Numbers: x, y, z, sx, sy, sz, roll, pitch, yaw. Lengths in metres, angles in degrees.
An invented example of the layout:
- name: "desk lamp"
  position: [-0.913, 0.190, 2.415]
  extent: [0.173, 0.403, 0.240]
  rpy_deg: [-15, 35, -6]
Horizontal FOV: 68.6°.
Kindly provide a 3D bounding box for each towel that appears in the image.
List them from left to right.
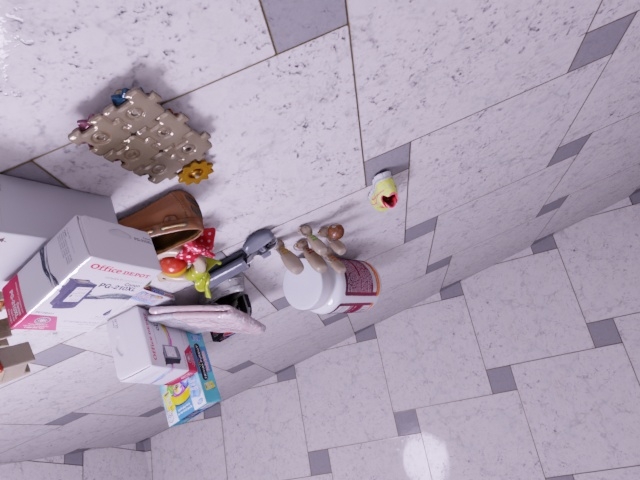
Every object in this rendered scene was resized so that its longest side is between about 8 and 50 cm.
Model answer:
- name: "towel"
  position: [-0.394, 0.290, 1.677]
  extent: [0.317, 0.053, 0.332]
  rpy_deg: [-3, 160, 13]

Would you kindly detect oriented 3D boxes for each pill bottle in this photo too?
- name: "pill bottle"
  position: [0.051, 0.176, 1.842]
  extent: [0.224, 0.224, 0.392]
  rpy_deg: [-38, 153, 28]

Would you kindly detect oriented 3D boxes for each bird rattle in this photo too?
- name: "bird rattle"
  position: [-0.387, 0.065, 1.328]
  extent: [0.207, 0.143, 0.253]
  rpy_deg: [-5, 152, -3]

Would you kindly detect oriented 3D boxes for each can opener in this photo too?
- name: "can opener"
  position: [-0.267, 0.049, 1.495]
  extent: [0.283, 0.076, 0.095]
  rpy_deg: [-28, 124, 9]

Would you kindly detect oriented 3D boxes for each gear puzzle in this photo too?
- name: "gear puzzle"
  position: [-0.319, -0.195, 0.950]
  extent: [0.175, 0.044, 0.339]
  rpy_deg: [-31, 159, 11]

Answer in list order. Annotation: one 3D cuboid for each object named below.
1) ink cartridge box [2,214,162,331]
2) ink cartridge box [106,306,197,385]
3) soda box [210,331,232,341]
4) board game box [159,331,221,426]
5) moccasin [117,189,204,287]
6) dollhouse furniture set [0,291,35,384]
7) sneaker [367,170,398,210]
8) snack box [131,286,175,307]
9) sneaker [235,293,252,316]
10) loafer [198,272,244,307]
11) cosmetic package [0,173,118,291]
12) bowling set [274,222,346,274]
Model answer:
- name: "ink cartridge box"
  position: [-0.461, 0.074, 0.918]
  extent: [0.237, 0.100, 0.172]
  rpy_deg: [-38, 154, 16]
- name: "ink cartridge box"
  position: [-0.589, 0.381, 1.662]
  extent: [0.131, 0.226, 0.306]
  rpy_deg: [-26, 157, 3]
- name: "soda box"
  position: [-0.400, 0.384, 2.051]
  extent: [0.169, 0.060, 0.053]
  rpy_deg: [-32, 155, 17]
- name: "board game box"
  position: [-0.546, 0.527, 1.867]
  extent: [0.254, 0.336, 0.079]
  rpy_deg: [-38, 153, 28]
- name: "moccasin"
  position: [-0.451, 0.026, 1.145]
  extent: [0.380, 0.147, 0.139]
  rpy_deg: [-26, 156, 3]
- name: "dollhouse furniture set"
  position: [-0.770, 0.199, 1.068]
  extent: [0.135, 0.259, 0.262]
  rpy_deg: [-13, 154, -47]
- name: "sneaker"
  position: [0.207, -0.133, 1.503]
  extent: [0.081, 0.094, 0.208]
  rpy_deg: [-25, 158, -2]
- name: "snack box"
  position: [-0.553, 0.184, 1.535]
  extent: [0.064, 0.022, 0.178]
  rpy_deg: [-26, 157, 7]
- name: "sneaker"
  position: [-0.349, 0.294, 1.883]
  extent: [0.097, 0.084, 0.235]
  rpy_deg: [-7, 151, -33]
- name: "loafer"
  position: [-0.352, 0.206, 1.660]
  extent: [0.112, 0.111, 0.319]
  rpy_deg: [-7, 151, -34]
- name: "cosmetic package"
  position: [-0.607, -0.012, 0.911]
  extent: [0.197, 0.155, 0.365]
  rpy_deg: [-40, 151, 24]
- name: "bowling set"
  position: [0.000, 0.000, 1.573]
  extent: [0.287, 0.154, 0.200]
  rpy_deg: [8, 122, -49]
